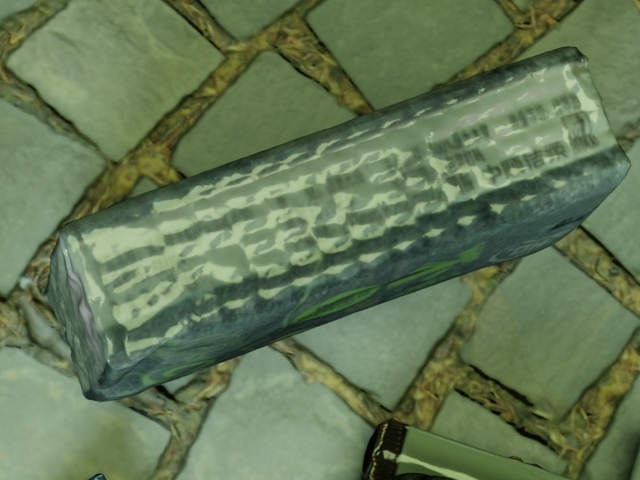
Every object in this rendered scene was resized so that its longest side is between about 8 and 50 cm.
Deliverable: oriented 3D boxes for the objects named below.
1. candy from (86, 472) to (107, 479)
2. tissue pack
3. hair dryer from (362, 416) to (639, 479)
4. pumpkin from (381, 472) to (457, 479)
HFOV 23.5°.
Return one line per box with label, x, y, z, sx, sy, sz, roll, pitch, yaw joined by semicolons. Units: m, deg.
candy;-0.117;0.351;1.178;0.331;0.077;0.187;44;82;-6
tissue pack;0.000;0.000;1.152;0.394;0.288;0.124;-19;84;-14
hair dryer;0.190;0.216;1.251;0.361;0.128;0.203;19;78;0
pumpkin;0.089;0.292;1.153;0.238;0.238;0.159;54;34;1
